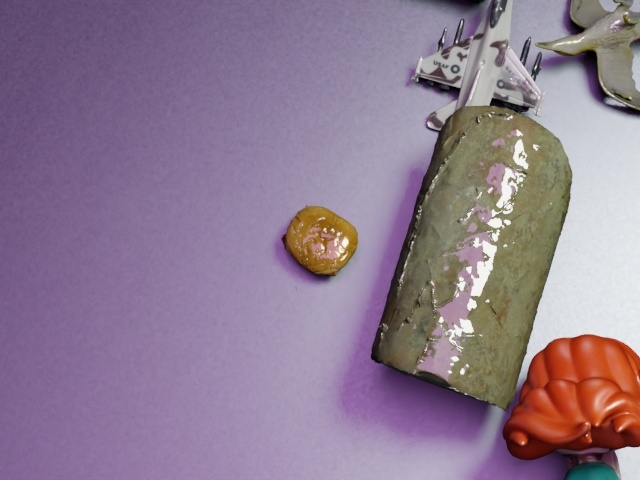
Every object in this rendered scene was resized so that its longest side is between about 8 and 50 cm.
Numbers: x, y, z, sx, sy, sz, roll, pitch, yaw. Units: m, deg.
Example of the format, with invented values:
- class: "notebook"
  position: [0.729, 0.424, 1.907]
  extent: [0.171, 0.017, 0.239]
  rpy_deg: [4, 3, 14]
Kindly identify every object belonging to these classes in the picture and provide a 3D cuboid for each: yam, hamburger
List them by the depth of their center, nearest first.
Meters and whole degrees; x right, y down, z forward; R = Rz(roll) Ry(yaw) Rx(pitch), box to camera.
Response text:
- class: "yam"
  position: [0.166, 0.024, 1.524]
  extent: [0.168, 0.168, 0.304]
  rpy_deg: [17, 75, 8]
- class: "hamburger"
  position: [0.000, 0.000, 1.604]
  extent: [0.083, 0.044, 0.076]
  rpy_deg: [28, 79, 8]

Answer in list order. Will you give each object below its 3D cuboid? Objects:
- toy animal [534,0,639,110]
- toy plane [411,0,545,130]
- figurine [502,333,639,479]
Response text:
- class: "toy animal"
  position: [0.321, -0.245, 1.609]
  extent: [0.155, 0.095, 0.219]
  rpy_deg: [-3, 65, -32]
- class: "toy plane"
  position: [0.193, -0.212, 1.630]
  extent: [0.160, 0.082, 0.234]
  rpy_deg: [18, 87, 17]
- class: "figurine"
  position: [0.276, 0.217, 1.445]
  extent: [0.208, 0.181, 0.257]
  rpy_deg: [4, 74, -33]
